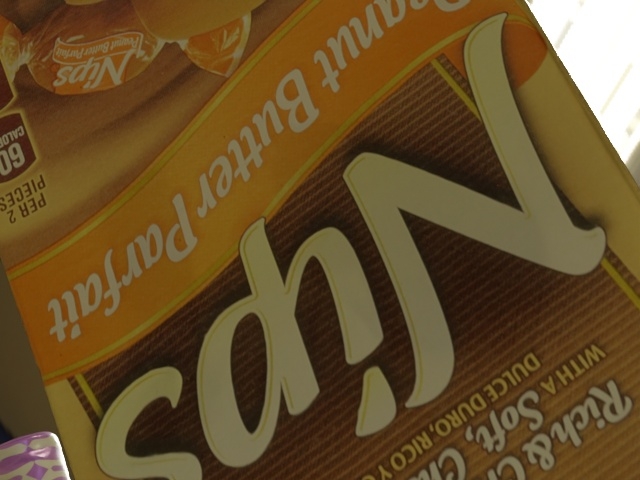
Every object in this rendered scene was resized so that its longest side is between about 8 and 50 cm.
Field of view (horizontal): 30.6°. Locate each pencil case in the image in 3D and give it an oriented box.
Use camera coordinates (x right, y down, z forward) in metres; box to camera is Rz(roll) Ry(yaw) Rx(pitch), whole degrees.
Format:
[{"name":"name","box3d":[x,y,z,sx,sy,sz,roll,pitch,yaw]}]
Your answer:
[{"name":"pencil case","box3d":[-0.245,0.266,1.009,0.206,0.088,0.086,68,-29,16]}]

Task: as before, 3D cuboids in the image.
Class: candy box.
[{"name":"candy box","box3d":[0.000,0.000,0.382,0.183,0.087,0.316,-27,-114,6]}]
